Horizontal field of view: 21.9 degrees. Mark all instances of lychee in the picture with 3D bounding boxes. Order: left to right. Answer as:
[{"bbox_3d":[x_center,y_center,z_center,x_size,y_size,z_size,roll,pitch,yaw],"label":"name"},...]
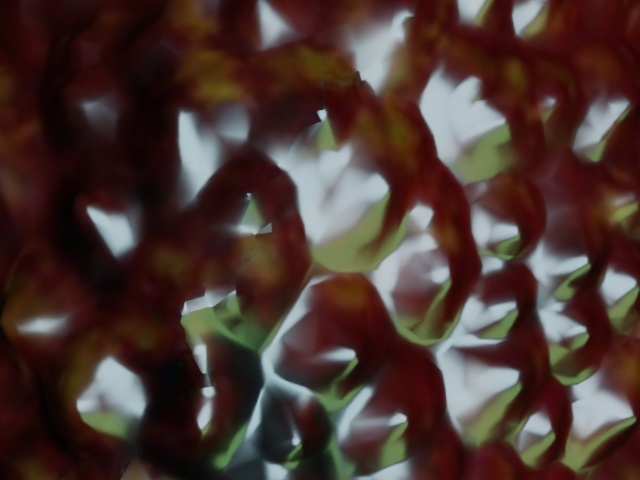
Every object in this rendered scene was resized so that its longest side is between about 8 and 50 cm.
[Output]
[{"bbox_3d":[-0.008,-0.024,0.748,0.425,0.424,0.500,88,13,-55],"label":"lychee"}]
